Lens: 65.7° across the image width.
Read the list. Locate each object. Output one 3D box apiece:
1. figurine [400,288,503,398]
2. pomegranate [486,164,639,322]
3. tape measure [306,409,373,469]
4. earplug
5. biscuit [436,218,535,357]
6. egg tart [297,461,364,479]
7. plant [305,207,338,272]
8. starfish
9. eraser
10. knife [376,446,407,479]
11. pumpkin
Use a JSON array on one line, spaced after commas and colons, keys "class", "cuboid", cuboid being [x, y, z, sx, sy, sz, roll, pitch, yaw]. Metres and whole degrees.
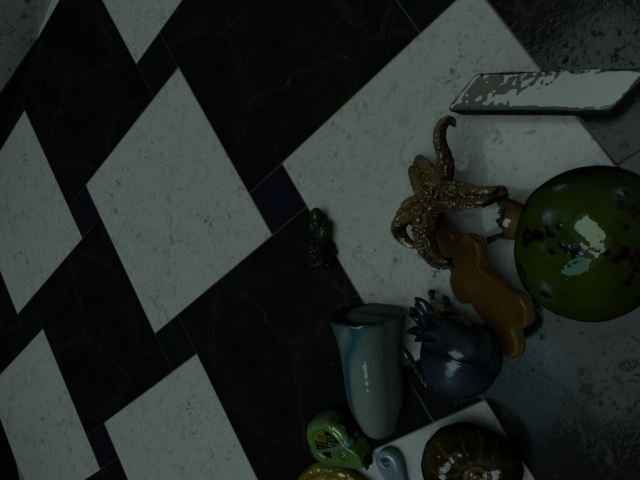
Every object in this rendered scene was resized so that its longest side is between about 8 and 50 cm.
[{"class": "figurine", "cuboid": [0.275, 0.221, 1.061, 0.175, 0.265, 0.196, 4, 94, -3]}, {"class": "pomegranate", "cuboid": [0.452, -0.006, 0.909, 0.323, 0.291, 0.290, 20, 105, 20]}, {"class": "tape measure", "cuboid": [0.037, 0.533, 1.335, 0.178, 0.087, 0.154, -15, 98, 34]}, {"class": "earplug", "cuboid": [0.126, 0.333, 1.219, 0.185, 0.185, 0.323, -1, 99, 32]}, {"class": "biscuit", "cuboid": [0.336, 0.073, 1.062, 0.216, 0.047, 0.339, 84, 160, -45]}, {"class": "egg tart", "cuboid": [0.039, 0.763, 1.334, 0.319, 0.128, 0.318, 5, 99, 33]}, {"class": "plant", "cuboid": [0.000, 0.000, 1.322, 0.087, 0.085, 0.174, -3, 88, 8]}, {"class": "starfish", "cuboid": [0.251, -0.098, 1.036, 0.303, 0.113, 0.311, -166, 88, -67]}, {"class": "eraser", "cuboid": [0.444, -0.290, 0.989, 0.353, 0.111, 0.077, 9, 99, 32]}, {"class": "knife", "cuboid": [0.214, 0.696, 1.273, 0.080, 0.044, 0.331, -19, 88, 32]}, {"class": "pumpkin", "cuboid": [0.329, 0.515, 1.114, 0.219, 0.162, 0.218, 0, 90, 6]}]
